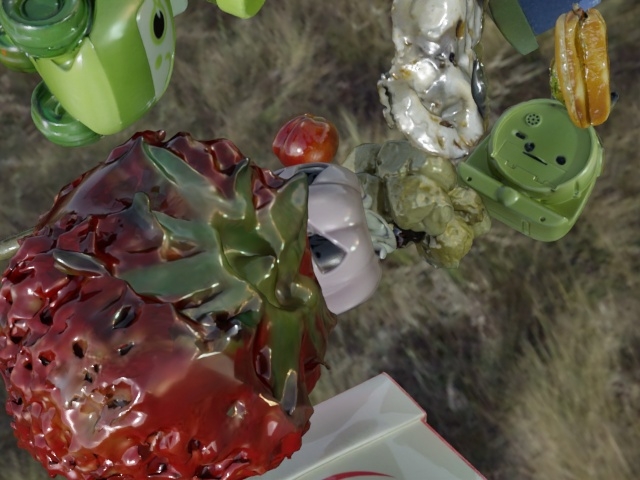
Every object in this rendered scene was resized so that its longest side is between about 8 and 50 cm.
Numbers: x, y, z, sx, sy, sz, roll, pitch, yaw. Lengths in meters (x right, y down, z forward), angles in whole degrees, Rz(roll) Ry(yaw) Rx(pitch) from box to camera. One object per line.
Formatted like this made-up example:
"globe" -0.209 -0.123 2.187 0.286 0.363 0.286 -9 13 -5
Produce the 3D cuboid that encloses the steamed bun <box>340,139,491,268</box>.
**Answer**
"steamed bun" 0.103 -0.042 1.528 0.192 0.177 0.106 16 68 38

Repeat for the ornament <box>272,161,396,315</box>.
"ornament" 0.000 -0.001 1.316 0.178 0.177 0.177 -19 44 19

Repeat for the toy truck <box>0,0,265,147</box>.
"toy truck" -0.164 -0.190 0.901 0.187 0.148 0.210 36 66 23

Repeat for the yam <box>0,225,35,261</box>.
"yam" -0.281 0.004 1.110 0.116 0.021 0.021 -19 44 19

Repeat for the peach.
"peach" -0.022 -0.145 1.831 0.101 0.100 0.100 -19 44 19

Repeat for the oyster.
"oyster" 0.127 -0.215 1.145 0.079 0.345 0.129 -32 54 -30

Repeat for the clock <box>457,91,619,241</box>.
"clock" 0.305 -0.125 1.627 0.170 0.069 0.232 30 75 20

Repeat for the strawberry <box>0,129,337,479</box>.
"strawberry" -0.091 0.052 0.616 0.201 0.184 0.186 -40 73 36

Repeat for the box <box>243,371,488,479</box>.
"box" 0.020 0.380 1.221 0.312 0.314 0.300 -20 45 -31

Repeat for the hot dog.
"hot dog" 0.253 -0.169 1.173 0.056 0.133 0.041 -16 28 -8

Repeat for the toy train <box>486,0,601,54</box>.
"toy train" 0.261 -0.354 1.425 0.202 0.131 0.299 -26 29 8
